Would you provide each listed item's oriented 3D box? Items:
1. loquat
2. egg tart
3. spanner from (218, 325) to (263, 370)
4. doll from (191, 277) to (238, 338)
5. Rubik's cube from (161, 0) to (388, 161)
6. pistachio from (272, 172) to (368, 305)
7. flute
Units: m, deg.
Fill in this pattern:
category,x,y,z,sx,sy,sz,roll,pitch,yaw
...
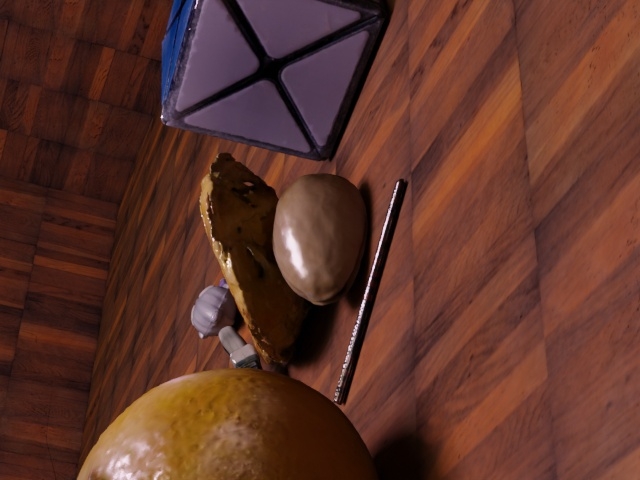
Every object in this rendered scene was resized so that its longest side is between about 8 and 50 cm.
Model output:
category,x,y,z,sx,sy,sz,roll,pitch,yaw
loquat,-0.110,0.280,1.162,0.328,0.359,0.329,-27,57,52
egg tart,-0.073,0.020,1.609,0.297,0.132,0.297,-20,-90,-85
spanner,-0.097,0.186,1.707,0.096,0.040,0.325,65,171,-10
doll,-0.176,0.117,2.068,0.227,0.075,0.102,-112,47,-84
Rubik's cube,-0.072,-0.294,1.707,0.259,0.254,0.260,-98,24,-51
pistachio,0.000,0.000,1.489,0.108,0.126,0.186,54,-151,-51
flute,0.056,0.059,1.392,0.014,0.014,0.270,-140,64,-73
